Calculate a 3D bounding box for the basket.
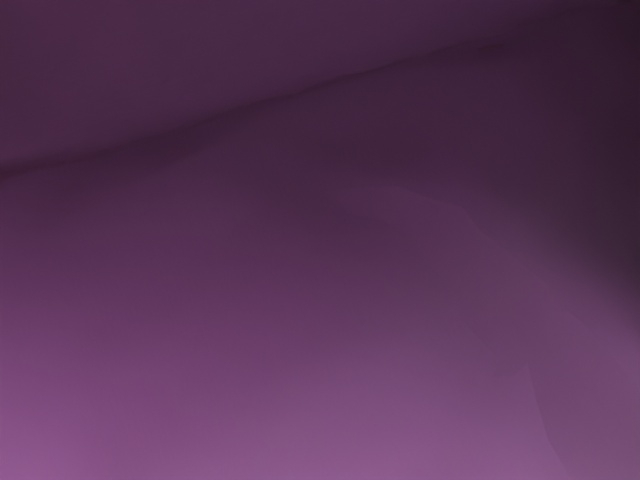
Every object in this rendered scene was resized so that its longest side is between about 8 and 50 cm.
[{"bbox_3d":[-0.027,-0.055,0.382,0.328,0.331,0.266,-19,42,0],"label":"basket"}]
